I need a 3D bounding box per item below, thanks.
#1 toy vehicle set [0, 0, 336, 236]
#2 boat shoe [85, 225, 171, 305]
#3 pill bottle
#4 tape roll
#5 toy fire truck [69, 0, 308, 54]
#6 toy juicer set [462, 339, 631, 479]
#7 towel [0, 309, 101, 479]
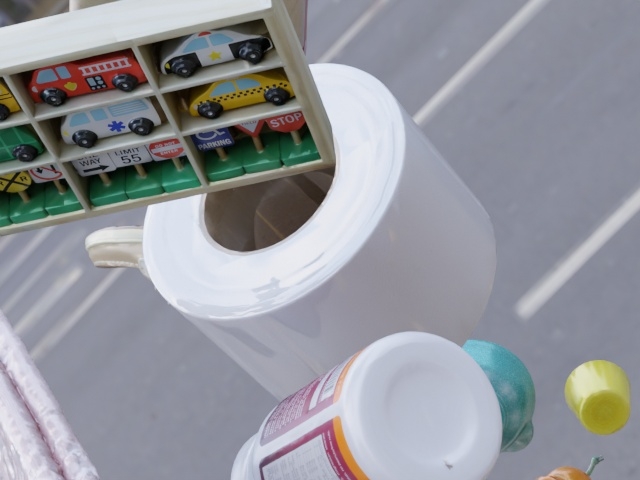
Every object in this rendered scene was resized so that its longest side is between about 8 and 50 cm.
[{"bbox_3d":[-0.137,-0.083,1.202,0.266,0.166,0.035,-12,54,10],"label":"toy vehicle set"},{"bbox_3d":[-0.143,0.031,2.013,0.302,0.098,0.109,1,2,38],"label":"boat shoe"},{"bbox_3d":[0.025,0.152,1.304,0.121,0.121,0.221,-55,9,-32],"label":"pill bottle"},{"bbox_3d":[0.000,0.000,1.501,0.246,0.169,0.246,-19,50,24],"label":"tape roll"},{"bbox_3d":[-0.117,-0.205,1.787,0.246,0.217,0.159,-66,-22,-78],"label":"toy fire truck"},{"bbox_3d":[0.148,0.203,1.913,0.089,0.329,0.209,-88,9,-72],"label":"toy juicer set"},{"bbox_3d":[-0.201,0.244,1.360,0.053,0.332,0.317,-16,29,-18],"label":"towel"}]
